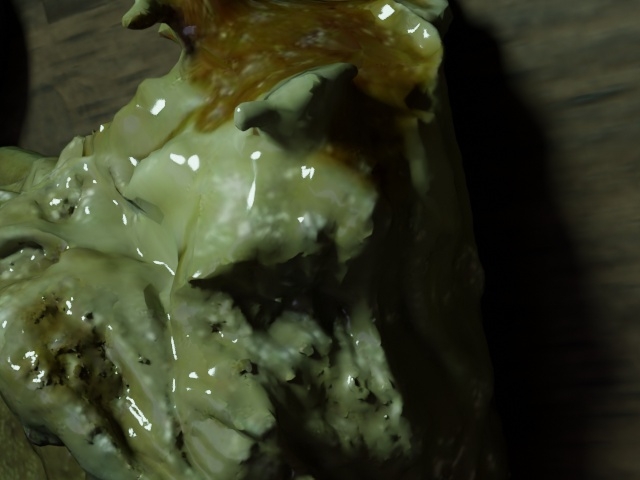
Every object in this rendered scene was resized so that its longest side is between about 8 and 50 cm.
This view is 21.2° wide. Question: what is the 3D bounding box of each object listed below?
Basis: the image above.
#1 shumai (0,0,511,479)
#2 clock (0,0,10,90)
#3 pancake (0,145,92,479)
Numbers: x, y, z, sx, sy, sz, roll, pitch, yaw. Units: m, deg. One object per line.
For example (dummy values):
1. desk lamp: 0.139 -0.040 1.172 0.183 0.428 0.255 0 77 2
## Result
1. shumai: 0.000 0.000 0.807 0.314 0.267 0.262 37 100 -3
2. clock: -0.280 -0.132 1.064 0.185 0.040 0.184 7 116 15
3. pancake: -0.195 0.085 1.099 0.294 0.049 0.294 19 117 42
